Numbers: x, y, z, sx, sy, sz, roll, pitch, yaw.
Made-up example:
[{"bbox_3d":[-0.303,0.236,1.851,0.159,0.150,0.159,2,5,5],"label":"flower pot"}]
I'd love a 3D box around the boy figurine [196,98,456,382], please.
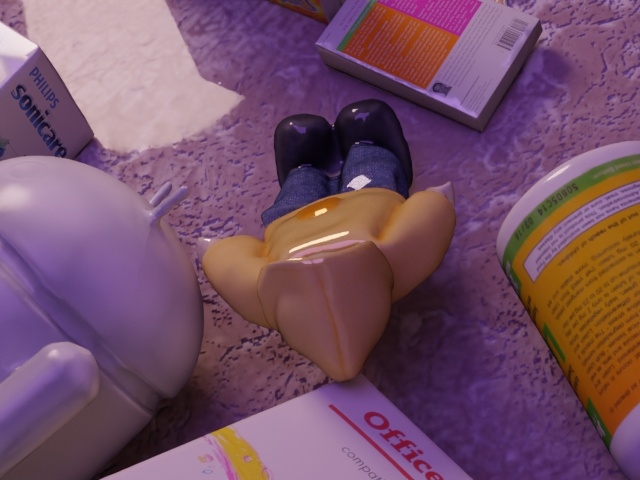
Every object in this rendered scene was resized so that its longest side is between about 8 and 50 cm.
[{"bbox_3d":[0.000,0.000,0.994,0.177,0.092,0.285,-10,22,10],"label":"boy figurine"}]

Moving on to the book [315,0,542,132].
[{"bbox_3d":[0.083,-0.153,1.166,0.144,0.035,0.096,27,76,24],"label":"book"}]

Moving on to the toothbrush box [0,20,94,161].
[{"bbox_3d":[-0.360,-0.059,1.178,0.216,0.126,0.295,34,73,28],"label":"toothbrush box"}]

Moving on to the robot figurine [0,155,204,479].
[{"bbox_3d":[-0.220,0.085,1.007,0.353,0.200,0.300,-44,23,-5],"label":"robot figurine"}]

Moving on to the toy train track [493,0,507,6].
[{"bbox_3d":[0.138,-0.190,1.187,0.048,0.014,0.083,-12,60,8],"label":"toy train track"}]

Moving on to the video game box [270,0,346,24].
[{"bbox_3d":[-0.084,-0.267,1.188,0.205,0.187,0.048,26,74,26],"label":"video game box"}]

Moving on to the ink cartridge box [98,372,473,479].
[{"bbox_3d":[-0.002,0.201,0.838,0.353,0.119,0.207,-19,50,-41],"label":"ink cartridge box"}]

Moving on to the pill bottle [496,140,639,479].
[{"bbox_3d":[0.221,0.069,0.948,0.136,0.136,0.245,-26,58,-1],"label":"pill bottle"}]
